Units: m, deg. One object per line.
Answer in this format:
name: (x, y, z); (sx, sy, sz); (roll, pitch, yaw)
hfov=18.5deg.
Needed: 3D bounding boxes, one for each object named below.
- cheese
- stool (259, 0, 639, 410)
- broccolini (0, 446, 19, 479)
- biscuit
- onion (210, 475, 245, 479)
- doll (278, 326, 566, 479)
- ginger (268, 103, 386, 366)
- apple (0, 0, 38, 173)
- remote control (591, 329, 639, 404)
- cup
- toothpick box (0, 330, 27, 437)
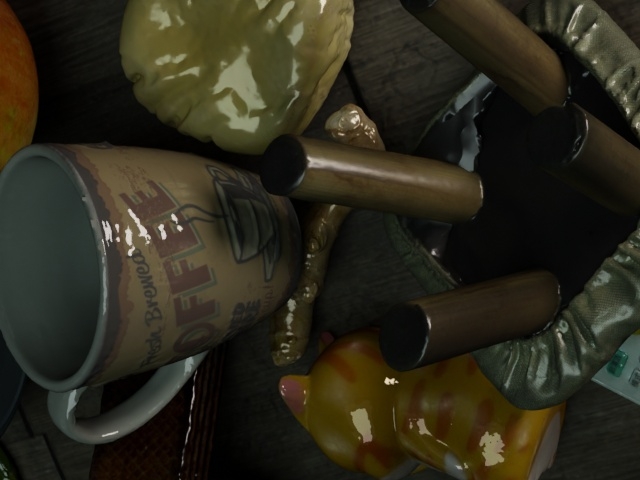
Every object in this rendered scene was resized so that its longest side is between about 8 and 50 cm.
cheese: (-0.081, -0.198, 1.868); (0.214, 0.117, 0.226); (26, 111, 14)
stool: (0.143, -0.050, 1.703); (0.310, 0.226, 0.310); (-54, 49, 23)
broccolini: (-0.321, 0.324, 2.193); (0.067, 0.058, 0.216); (-31, 89, -14)
biscuit: (-0.162, 0.177, 1.975); (0.106, 0.252, 0.070); (-4, 153, 22)
onion: (-0.120, 0.335, 2.031); (0.207, 0.216, 0.206); (-39, 71, 24)
doll: (0.110, 0.165, 1.899); (0.269, 0.166, 0.162); (-1, 99, 21)
ginger: (0.000, 0.000, 1.922); (0.075, 0.089, 0.288); (20, 119, -4)
apple: (-0.445, -0.146, 1.888); (0.339, 0.339, 0.340); (7, 112, 18)
remote control: (0.336, 0.115, 1.859); (0.293, 0.051, 0.103); (26, 116, 14)
cup: (-0.159, 0.053, 1.870); (0.227, 0.257, 0.301); (37, 122, 48)
toothpick box: (-0.503, 0.105, 2.077); (0.354, 0.263, 0.263); (5, 111, 20)
